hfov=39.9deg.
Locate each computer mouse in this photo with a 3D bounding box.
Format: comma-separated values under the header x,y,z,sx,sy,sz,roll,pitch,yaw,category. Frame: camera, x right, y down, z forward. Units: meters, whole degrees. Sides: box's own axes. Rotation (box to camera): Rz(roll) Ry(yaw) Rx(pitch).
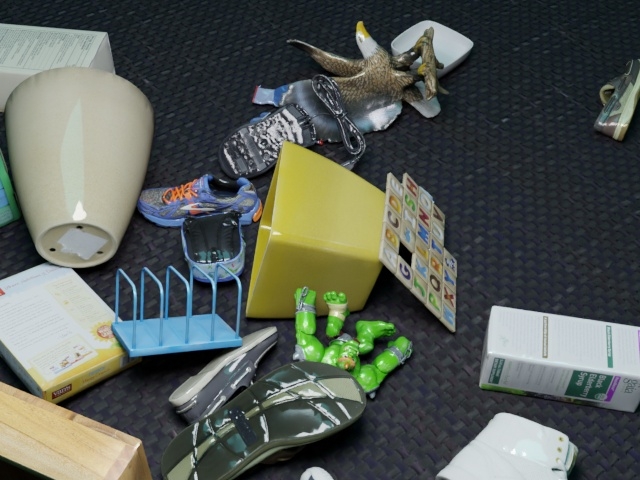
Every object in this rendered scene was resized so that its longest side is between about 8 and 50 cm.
x,y,z,sx,sy,sz,roll,pitch,yaw,category
-0.046,-0.167,1.634,0.262,0.060,0.184,-33,91,4,computer mouse

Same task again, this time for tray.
x,y,z,sx,sy,sz,roll,pitch,yaw,category
-0.270,0.313,0.978,0.202,0.411,0.076,18,50,15,tray

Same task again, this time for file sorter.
x,y,z,sx,sy,sz,roll,pitch,yaw,category
-0.215,0.098,1.321,0.170,0.105,0.118,-3,16,-26,file sorter

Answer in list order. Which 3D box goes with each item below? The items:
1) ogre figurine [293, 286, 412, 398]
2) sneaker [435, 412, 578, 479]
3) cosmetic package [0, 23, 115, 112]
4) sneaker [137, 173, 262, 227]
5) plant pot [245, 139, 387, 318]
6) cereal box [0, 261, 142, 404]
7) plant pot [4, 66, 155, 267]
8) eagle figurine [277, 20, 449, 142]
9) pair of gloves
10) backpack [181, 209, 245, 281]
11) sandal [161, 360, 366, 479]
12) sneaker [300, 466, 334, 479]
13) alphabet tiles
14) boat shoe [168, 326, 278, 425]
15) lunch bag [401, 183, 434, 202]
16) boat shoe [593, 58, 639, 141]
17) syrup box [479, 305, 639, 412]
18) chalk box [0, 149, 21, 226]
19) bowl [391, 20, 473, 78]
x,y,z,sx,sy,sz,roll,pitch,yaw,category
0.039,0.160,1.332,0.197,0.096,0.118,39,54,-26,ogre figurine
0.319,0.342,1.165,0.292,0.108,0.169,33,59,27,sneaker
-0.587,-0.341,1.760,0.309,0.113,0.160,7,49,5,cosmetic package
-0.214,-0.080,1.547,0.221,0.087,0.083,-3,48,-4,sneaker
0.000,0.000,1.412,0.187,0.212,0.212,12,48,-7,plant pot
-0.412,0.134,1.359,0.173,0.047,0.240,-25,51,-38,cereal box
-0.400,-0.102,1.469,0.256,0.256,0.274,-6,54,-6,plant pot
0.085,-0.321,1.717,0.298,0.225,0.226,-14,4,19,eagle figurine
-0.063,-0.250,1.747,0.159,0.023,0.198,5,49,2,pair of gloves
-0.174,0.019,1.461,0.105,0.084,0.114,-8,44,-7,backpack
-0.080,0.267,1.249,0.302,0.086,0.120,-25,57,-3,sandal
-0.047,0.401,1.114,0.153,0.094,0.235,1,58,-11,sneaker
0.164,0.004,1.430,0.009,0.198,0.237,-27,34,31,alphabet tiles
-0.134,0.204,1.328,0.206,0.075,0.065,-37,101,-35,boat shoe
0.159,-0.060,1.560,0.083,0.053,0.071,14,50,-1,lunch bag
0.593,-0.290,1.753,0.073,0.080,0.224,19,55,9,boat shoe
0.364,0.177,1.321,0.236,0.093,0.096,9,48,7,syrup box
-0.640,-0.106,1.507,0.180,0.179,0.289,-26,55,-23,chalk box
0.233,-0.395,1.859,0.142,0.053,0.142,35,57,26,bowl
